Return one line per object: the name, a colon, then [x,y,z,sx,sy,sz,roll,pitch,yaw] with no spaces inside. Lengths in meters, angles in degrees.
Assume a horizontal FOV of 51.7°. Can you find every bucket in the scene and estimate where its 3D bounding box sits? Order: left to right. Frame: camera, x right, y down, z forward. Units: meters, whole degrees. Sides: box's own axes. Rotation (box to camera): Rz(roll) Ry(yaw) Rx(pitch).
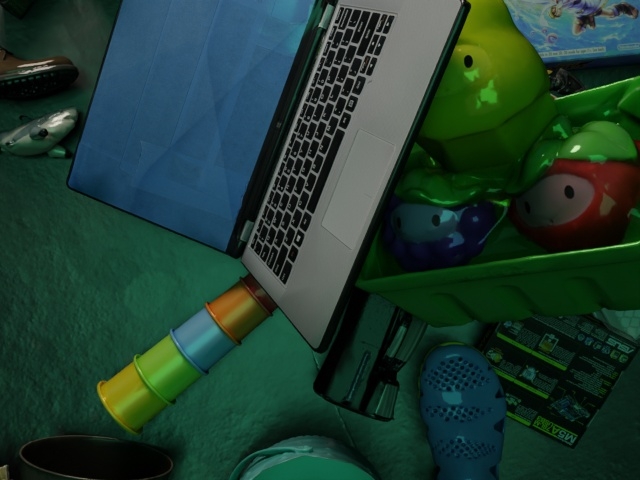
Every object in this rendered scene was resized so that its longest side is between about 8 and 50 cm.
bucket: [-0.016,0.404,0.889,0.281,0.183,0.281,0,87,-1]

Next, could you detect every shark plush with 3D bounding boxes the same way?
shark plush: [-0.437,-0.157,0.986,0.161,0.073,0.067,-11,67,19]

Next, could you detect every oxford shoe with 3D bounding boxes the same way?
oxford shoe: [-0.469,-0.253,0.960,0.227,0.083,0.096,-6,83,-2]

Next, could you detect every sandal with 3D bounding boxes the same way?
sandal: [0.201,0.295,0.896,0.126,0.138,0.317,-9,95,10]

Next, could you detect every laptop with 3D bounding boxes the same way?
laptop: [-0.103,-0.147,0.765,0.236,0.408,0.382,14,105,-31]

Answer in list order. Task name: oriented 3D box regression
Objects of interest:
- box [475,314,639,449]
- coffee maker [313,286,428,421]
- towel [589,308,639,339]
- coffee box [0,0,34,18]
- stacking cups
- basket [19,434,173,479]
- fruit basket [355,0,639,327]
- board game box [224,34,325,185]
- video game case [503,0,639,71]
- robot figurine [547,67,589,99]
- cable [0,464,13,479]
box: [0.323,0.179,0.950,0.190,0.045,0.184,26,106,0]
coffee maker: [0.056,0.145,0.946,0.171,0.120,0.178,22,86,25]
towel: [0.487,-0.050,0.979,0.317,0.053,0.332,-30,89,-2]
coffee box: [-0.415,-0.421,0.952,0.040,0.113,0.184,36,86,2]
stacking cups: [-0.164,0.142,0.953,0.316,0.096,0.096,-38,89,-7]
basket: [-0.323,0.405,0.904,0.204,0.154,0.227,10,91,-4]
fruit basket: [0.192,-0.092,0.755,0.392,0.392,0.283,20,54,0]
board game box: [0.040,-0.195,0.936,0.305,0.053,0.193,-26,97,-13]
video game case: [0.364,-0.381,0.986,0.269,0.061,0.244,-6,87,-1]
robot figurine: [0.345,-0.111,0.908,0.291,0.085,0.211,31,93,0]
cable: [-0.439,0.428,0.879,0.072,0.139,0.287,-3,69,-23]
